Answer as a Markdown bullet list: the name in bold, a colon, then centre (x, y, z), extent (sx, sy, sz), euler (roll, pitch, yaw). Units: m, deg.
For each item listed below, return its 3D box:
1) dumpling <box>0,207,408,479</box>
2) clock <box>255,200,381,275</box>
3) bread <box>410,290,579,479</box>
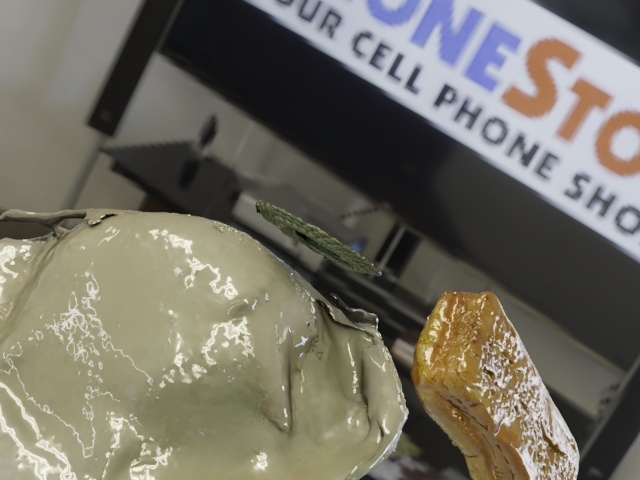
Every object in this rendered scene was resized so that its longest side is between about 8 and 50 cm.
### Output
- **dumpling**: centre (-0.097, 0.091, 0.827), extent (0.293, 0.204, 0.163), euler (16, -21, 9)
- **clock**: centre (0.000, 0.000, 0.795), extent (0.083, 0.010, 0.074), euler (25, -9, 42)
- **bread**: centre (0.174, 0.167, 1.350), extent (0.271, 0.077, 0.139), euler (56, 44, -36)
